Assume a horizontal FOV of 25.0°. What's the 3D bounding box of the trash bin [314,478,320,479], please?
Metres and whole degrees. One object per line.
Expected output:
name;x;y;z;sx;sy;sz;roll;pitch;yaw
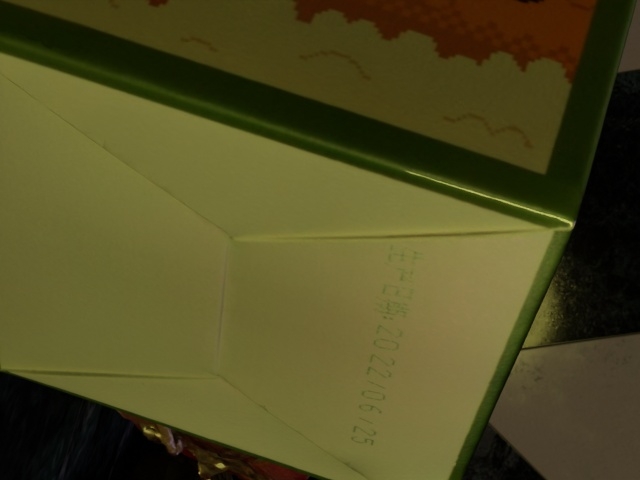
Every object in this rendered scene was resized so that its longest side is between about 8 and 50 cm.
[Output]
trash bin;-0.030;0.320;0.811;0.343;0.158;0.223;-46;154;-37

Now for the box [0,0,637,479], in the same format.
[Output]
box;-0.007;-0.034;0.473;0.195;0.177;0.148;100;9;-56

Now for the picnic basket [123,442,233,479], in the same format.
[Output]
picnic basket;-0.086;0.155;0.910;0.083;0.072;0.072;15;93;-76

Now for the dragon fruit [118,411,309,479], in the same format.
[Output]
dragon fruit;-0.029;0.008;0.677;0.211;0.147;0.282;-61;-178;9

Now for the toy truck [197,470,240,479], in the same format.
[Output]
toy truck;-0.087;0.243;1.010;0.124;0.114;0.253;138;-28;-78
